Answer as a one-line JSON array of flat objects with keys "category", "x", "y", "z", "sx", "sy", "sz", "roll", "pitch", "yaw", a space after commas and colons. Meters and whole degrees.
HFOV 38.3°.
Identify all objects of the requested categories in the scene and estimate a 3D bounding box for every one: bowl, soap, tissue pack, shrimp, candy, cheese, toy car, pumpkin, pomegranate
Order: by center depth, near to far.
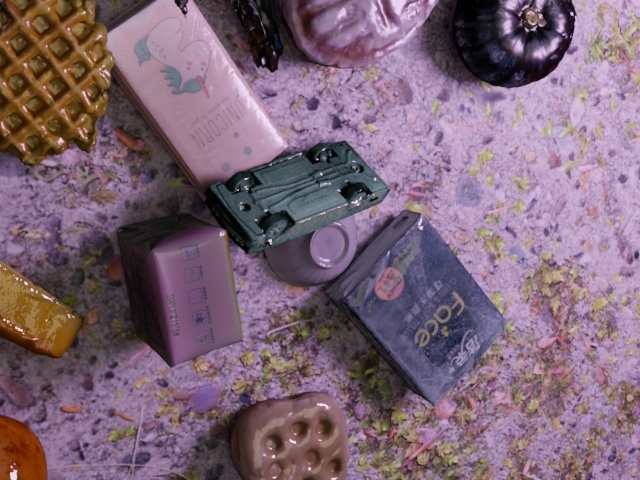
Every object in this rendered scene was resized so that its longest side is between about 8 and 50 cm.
[{"category": "pomegranate", "x": -0.525, "y": 0.370, "z": 1.370, "sx": 0.248, "sy": 0.248, "sz": 0.248, "roll": -6, "pitch": 103, "yaw": -26}, {"category": "shrimp", "x": -0.149, "y": -0.380, "z": 1.449, "sx": 0.222, "sy": 0.054, "sz": 0.290, "roll": -52, "pitch": 125, "yaw": -48}, {"category": "soap", "x": -0.226, "y": 0.072, "z": 1.481, "sx": 0.138, "sy": 0.182, "sz": 0.199, "roll": -14, "pitch": 107, "yaw": -24}, {"category": "tissue pack", "x": -0.208, "y": -0.235, "z": 1.490, "sx": 0.170, "sy": 0.071, "sz": 0.325, "roll": -41, "pitch": 116, "yaw": -14}, {"category": "toy car", "x": -0.034, "y": -0.070, "z": 1.541, "sx": 0.320, "sy": 0.141, "sz": 0.097, "roll": -23, "pitch": 153, "yaw": -37}, {"category": "candy", "x": 0.062, "y": -0.410, "z": 1.543, "sx": 0.289, "sy": 0.157, "sz": 0.214, "roll": -33, "pitch": 109, "yaw": -12}, {"category": "bowl", "x": 0.000, "y": 0.000, "z": 1.635, "sx": 0.189, "sy": 0.086, "sz": 0.189, "roll": -5, "pitch": 102, "yaw": -26}, {"category": "cheese", "x": -0.049, "y": 0.370, "z": 1.669, "sx": 0.218, "sy": 0.117, "sz": 0.235, "roll": -46, "pitch": 115, "yaw": -13}, {"category": "pumpkin", "x": 0.356, "y": -0.396, "z": 1.689, "sx": 0.233, "sy": 0.163, "sz": 0.233, "roll": -1, "pitch": 94, "yaw": -17}, {"category": "tissue pack", "x": 0.186, "y": 0.127, "z": 1.744, "sx": 0.228, "sy": 0.103, "sz": 0.316, "roll": -46, "pitch": 115, "yaw": -11}]

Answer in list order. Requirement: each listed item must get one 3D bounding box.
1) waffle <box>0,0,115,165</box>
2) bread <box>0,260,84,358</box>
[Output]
[{"category": "waffle", "x": -0.439, "y": -0.247, "z": 1.352, "sx": 0.291, "sy": 0.051, "sz": 0.291, "roll": -4, "pitch": 109, "yaw": -12}, {"category": "bread", "x": -0.481, "y": 0.093, "z": 1.406, "sx": 0.245, "sy": 0.102, "sz": 0.094, "roll": 39, "pitch": 75, "yaw": -29}]
